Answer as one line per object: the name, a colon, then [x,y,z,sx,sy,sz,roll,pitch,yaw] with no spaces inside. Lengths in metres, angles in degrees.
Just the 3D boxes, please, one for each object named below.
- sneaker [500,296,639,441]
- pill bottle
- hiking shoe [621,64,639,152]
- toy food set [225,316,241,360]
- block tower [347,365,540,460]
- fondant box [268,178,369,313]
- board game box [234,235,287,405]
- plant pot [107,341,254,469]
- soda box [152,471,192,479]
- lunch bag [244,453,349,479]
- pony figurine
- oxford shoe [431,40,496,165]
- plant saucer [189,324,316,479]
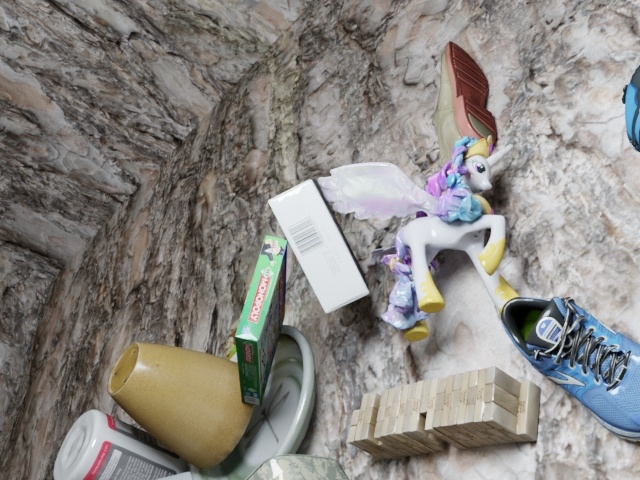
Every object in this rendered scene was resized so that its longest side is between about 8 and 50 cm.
sneaker: [0.360,0.164,1.118,0.130,0.147,0.330,-58,28,-2]
pill bottle: [-0.407,0.514,1.794,0.176,0.318,0.176,-39,32,30]
hiking shoe: [0.541,-0.157,1.246,0.132,0.113,0.304,110,168,-57]
toy food set: [-0.207,0.245,2.058,0.132,0.038,0.192,-43,30,24]
block tower: [0.191,0.286,1.320,0.335,0.097,0.091,-23,43,45]
fondant box: [0.000,0.000,1.633,0.096,0.238,0.330,-27,3,4]
board game box: [-0.112,0.164,1.572,0.317,0.046,0.214,95,-171,-59]
plant pot: [-0.305,0.318,1.695,0.237,0.254,0.237,-40,31,30]
soda box: [-0.274,0.612,1.615,0.286,0.098,0.091,-116,26,-43]
lunch bag: [-0.048,0.538,1.314,0.305,0.212,0.256,-49,48,15]
pony figurine: [0.198,-0.010,1.475,0.351,0.303,0.364,-18,51,25]
oxford shoe: [0.285,-0.302,1.761,0.130,0.123,0.348,-42,30,37]
plant saucer: [-0.122,0.377,1.716,0.400,0.100,0.400,-40,32,31]
